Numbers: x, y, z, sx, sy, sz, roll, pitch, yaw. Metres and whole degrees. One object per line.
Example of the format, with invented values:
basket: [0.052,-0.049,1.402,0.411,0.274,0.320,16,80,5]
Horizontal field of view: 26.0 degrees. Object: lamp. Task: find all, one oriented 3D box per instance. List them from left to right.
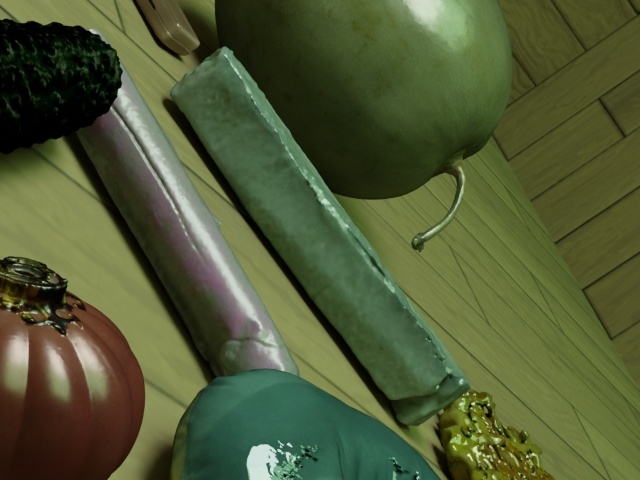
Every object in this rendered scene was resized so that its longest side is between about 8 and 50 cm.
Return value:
lamp: [-0.116,0.053,0.494,0.107,0.092,0.107,17,13,-4]

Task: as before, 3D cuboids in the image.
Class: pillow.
pillow: [0.011,0.166,0.692,0.233,0.086,0.214,38,26,-46]

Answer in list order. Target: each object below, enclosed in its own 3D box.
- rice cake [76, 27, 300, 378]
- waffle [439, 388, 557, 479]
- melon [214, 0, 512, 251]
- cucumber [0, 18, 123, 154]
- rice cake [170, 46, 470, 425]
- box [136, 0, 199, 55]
rice cake: [-0.094,-0.018,0.841,0.270,0.049,0.055,59,27,12]
waffle: [0.184,0.245,1.170,0.254,0.052,0.245,47,17,-25]
melon: [0.040,-0.179,1.272,0.308,0.272,0.272,46,15,-14]
cucumber: [-0.163,-0.075,0.695,0.072,0.072,0.300,55,13,-1]
rice cake: [0.000,0.000,1.090,0.336,0.066,0.063,55,13,-3]
box: [-0.144,-0.211,1.192,0.115,0.025,0.048,61,9,22]
